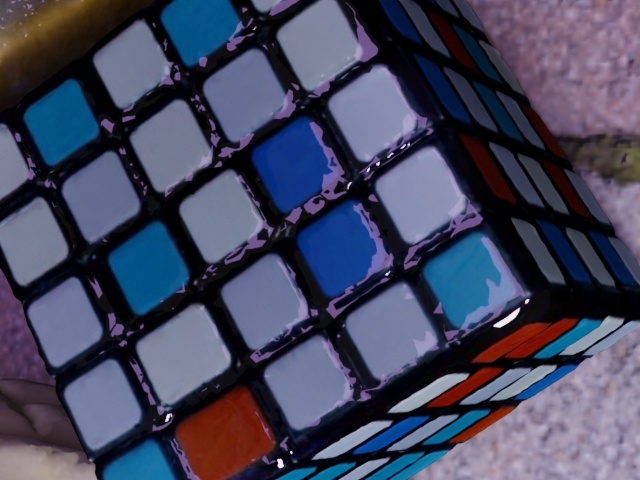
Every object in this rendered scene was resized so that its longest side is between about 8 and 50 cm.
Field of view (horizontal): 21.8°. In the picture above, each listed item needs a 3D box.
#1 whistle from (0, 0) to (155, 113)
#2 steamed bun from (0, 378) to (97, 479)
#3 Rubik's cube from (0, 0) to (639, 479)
[{"bbox_3d":[-0.039,-0.140,0.695,0.326,0.068,0.057,-33,37,-9],"label":"whistle"},{"bbox_3d":[-0.171,0.169,0.694,0.276,0.203,0.289,-20,55,10],"label":"steamed bun"},{"bbox_3d":[0.000,0.000,0.674,0.187,0.182,0.184,-33,73,19],"label":"Rubik's cube"}]
